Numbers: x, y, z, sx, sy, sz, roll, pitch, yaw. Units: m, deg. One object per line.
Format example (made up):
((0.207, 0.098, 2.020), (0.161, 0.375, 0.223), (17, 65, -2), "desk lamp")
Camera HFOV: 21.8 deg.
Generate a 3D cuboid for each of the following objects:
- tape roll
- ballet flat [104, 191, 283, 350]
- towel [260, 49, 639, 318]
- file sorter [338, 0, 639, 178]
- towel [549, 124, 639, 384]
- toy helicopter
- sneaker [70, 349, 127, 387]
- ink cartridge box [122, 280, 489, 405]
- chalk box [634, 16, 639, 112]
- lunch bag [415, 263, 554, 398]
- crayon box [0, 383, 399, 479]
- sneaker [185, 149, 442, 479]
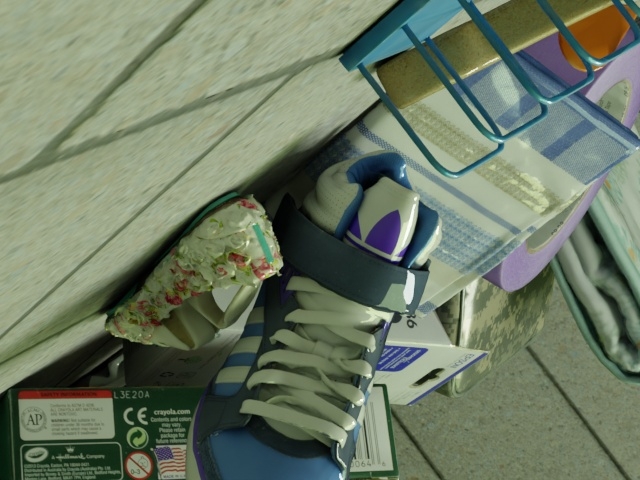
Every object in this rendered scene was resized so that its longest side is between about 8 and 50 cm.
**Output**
((0.210, -0.090, 1.579), (0.275, 0.090, 0.275), (-49, 159, -25), "tape roll")
((-0.102, 0.043, 1.298), (0.091, 0.077, 0.241), (-33, 175, -34), "ballet flat")
((0.103, -0.051, 1.400), (0.285, 0.209, 0.034), (-40, -144, 31), "towel")
((0.122, -0.130, 1.009), (0.170, 0.104, 0.118), (-38, 175, 31), "file sorter")
((0.323, -0.047, 1.886), (0.090, 0.374, 0.320), (-22, -176, 26), "towel")
((0.202, -0.187, 1.169), (0.355, 0.140, 0.235), (-26, -175, 0), "toy helicopter")
((-0.214, 0.206, 1.784), (0.330, 0.146, 0.122), (-35, 177, -3), "sneaker")
((-0.014, 0.103, 1.655), (0.333, 0.065, 0.165), (8, 151, -29), "ink cartridge box")
((0.384, -0.206, 1.630), (0.132, 0.132, 0.213), (-22, -169, -24), "chalk box")
((0.107, 0.026, 1.881), (0.305, 0.256, 0.212), (-29, 130, -57), "lunch bag")
((-0.156, 0.227, 1.594), (0.363, 0.106, 0.313), (2, 159, -24), "crayon box")
((0.002, 0.064, 1.263), (0.322, 0.130, 0.236), (-72, -174, -53), "sneaker")
